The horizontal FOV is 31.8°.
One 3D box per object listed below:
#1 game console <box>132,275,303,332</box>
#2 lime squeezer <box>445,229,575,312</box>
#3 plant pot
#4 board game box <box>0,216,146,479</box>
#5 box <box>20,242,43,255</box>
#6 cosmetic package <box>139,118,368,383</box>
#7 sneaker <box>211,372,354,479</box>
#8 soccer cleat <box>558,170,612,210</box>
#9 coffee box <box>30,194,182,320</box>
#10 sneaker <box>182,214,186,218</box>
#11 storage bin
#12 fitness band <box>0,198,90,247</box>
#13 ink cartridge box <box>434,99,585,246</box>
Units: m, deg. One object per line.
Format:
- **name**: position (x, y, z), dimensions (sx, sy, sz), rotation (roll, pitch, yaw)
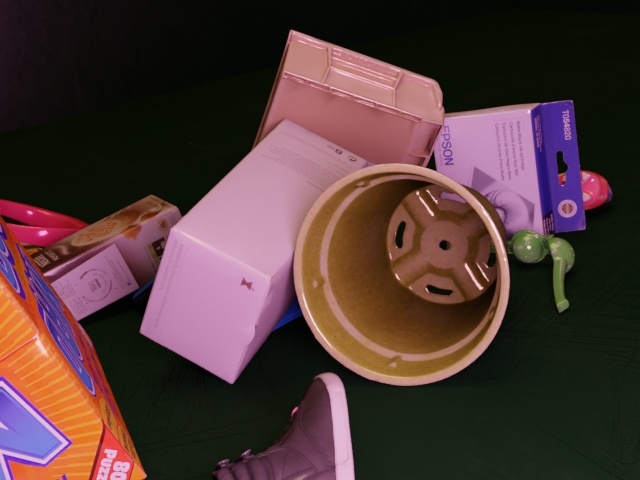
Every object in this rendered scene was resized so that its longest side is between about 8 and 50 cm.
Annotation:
- **game console**: position (-0.105, 0.070, 1.783), dimensions (0.293, 0.173, 0.250), rotation (-26, -7, -41)
- **lime squeezer**: position (0.310, 0.032, 1.673), dimensions (0.110, 0.059, 0.310), rotation (-45, 28, -7)
- **plant pot**: position (0.136, 0.024, 1.487), dimensions (0.276, 0.276, 0.254), rotation (-3, 8, 20)
- **board game box**: position (-0.441, 0.129, 1.091), dimensions (0.356, 0.356, 0.356), rotation (-34, 24, -7)
- **box**: position (-0.554, 0.038, 2.041), dimensions (0.063, 0.067, 0.324), rotation (-20, 20, -31)
- **cosmetic package**: position (-0.083, 0.004, 1.573), dimensions (0.155, 0.197, 0.365), rotation (29, 35, 8)
- **sneaker**: position (-0.041, 0.226, 1.162), dimensions (0.146, 0.105, 0.296), rotation (-4, 23, -1)
- **soccer cleat**: position (0.376, -0.080, 1.932), dimensions (0.248, 0.083, 0.095), rotation (-2, -10, 36)
- **coffee box**: position (-0.344, 0.029, 1.834), dimensions (0.246, 0.098, 0.141), rotation (-29, 21, -19)
- **sneaker**: position (-0.163, -0.034, 2.017), dimensions (0.262, 0.099, 0.121), rotation (-11, 14, -8)
- **storage bin**: position (0.032, -0.151, 1.764), dimensions (0.260, 0.262, 0.123), rotation (18, 37, -5)
- **fitness band**: position (-0.541, -0.029, 2.122), dimensions (0.209, 0.054, 0.291), rotation (14, 3, -27)
- **ink cartridge box**: position (0.297, -0.101, 1.779), dimensions (0.224, 0.223, 0.045), rotation (-6, 19, 16)
